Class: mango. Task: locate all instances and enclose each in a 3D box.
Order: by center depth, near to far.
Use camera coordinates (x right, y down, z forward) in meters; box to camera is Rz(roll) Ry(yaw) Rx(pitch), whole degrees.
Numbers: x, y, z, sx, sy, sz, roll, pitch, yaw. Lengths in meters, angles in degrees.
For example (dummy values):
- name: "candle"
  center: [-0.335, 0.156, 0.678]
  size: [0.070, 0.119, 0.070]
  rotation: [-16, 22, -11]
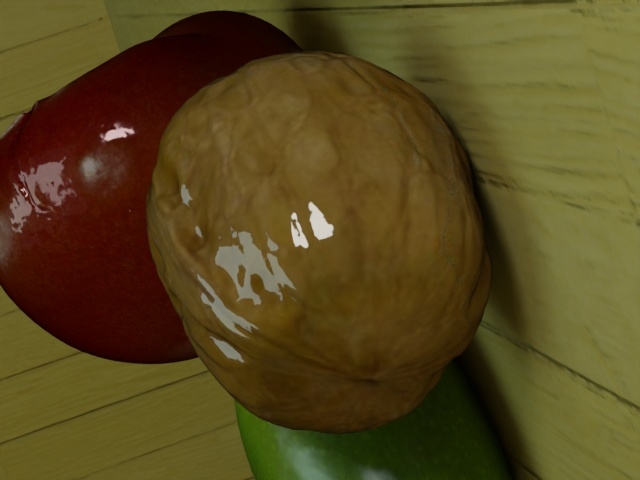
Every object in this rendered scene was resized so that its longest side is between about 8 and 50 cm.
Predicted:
- name: "mango"
  center: [0.045, 0.158, 1.235]
  size: [0.343, 0.156, 0.192]
  rotation: [59, 174, 40]

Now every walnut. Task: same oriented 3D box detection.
- name: "walnut"
  center: [0.000, 0.000, 1.066]
  size: [0.195, 0.195, 0.222]
  rotation: [80, 171, -47]

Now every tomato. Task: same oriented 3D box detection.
- name: "tomato"
  center: [-0.101, -0.035, 1.398]
  size: [0.226, 0.298, 0.298]
  rotation: [56, 172, -5]
